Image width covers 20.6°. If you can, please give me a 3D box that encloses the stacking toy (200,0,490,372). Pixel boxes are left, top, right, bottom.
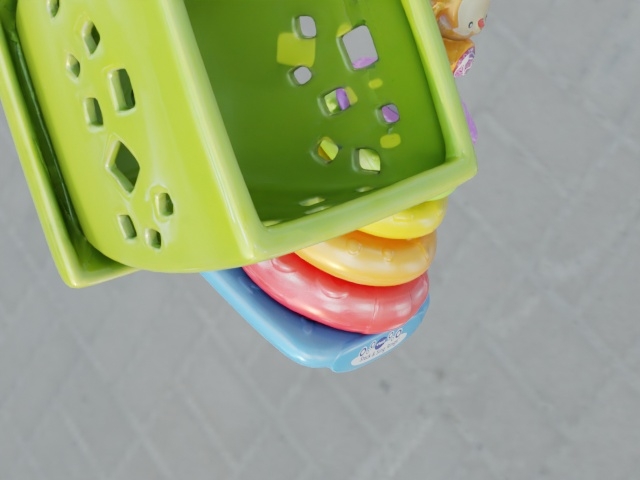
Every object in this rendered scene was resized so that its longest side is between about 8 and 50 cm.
[{"bbox_3d":[0.045,-0.068,1.235,0.166,0.175,0.302,42,125,19],"label":"stacking toy"}]

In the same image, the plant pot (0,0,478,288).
[{"bbox_3d":[-0.070,-0.099,1.087,0.207,0.228,0.227,-16,93,44],"label":"plant pot"}]
